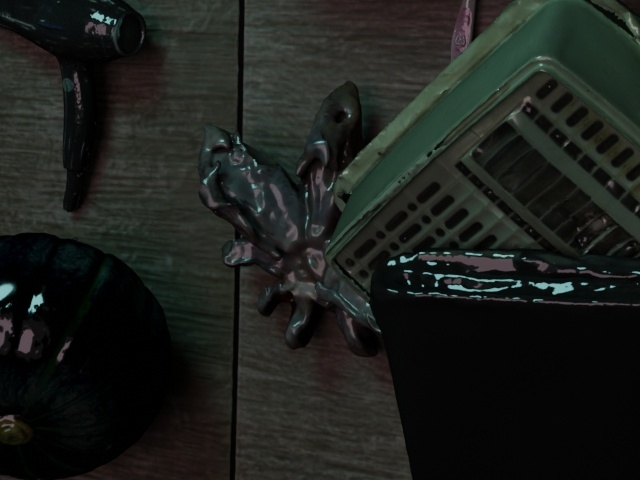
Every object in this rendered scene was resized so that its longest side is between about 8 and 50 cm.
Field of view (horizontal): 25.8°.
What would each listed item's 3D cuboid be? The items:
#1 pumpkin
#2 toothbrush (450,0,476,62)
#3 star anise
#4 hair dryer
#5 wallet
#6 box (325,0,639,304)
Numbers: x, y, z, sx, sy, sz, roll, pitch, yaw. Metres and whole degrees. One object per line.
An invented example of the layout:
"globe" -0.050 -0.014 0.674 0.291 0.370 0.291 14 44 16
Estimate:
"pumpkin" -0.253 0.084 1.276 0.248 0.248 0.248 3 96 26
"toothbrush" 0.119 -0.170 1.156 0.017 0.022 0.204 13 98 22
"star anise" -0.003 -0.004 1.184 0.198 0.110 0.258 -26 90 26
"hair dryer" -0.250 -0.134 1.328 0.195 0.075 0.219 14 109 35
"wallet" 0.174 0.185 1.031 0.228 0.062 0.406 2 127 20
"box" 0.157 -0.038 1.018 0.220 0.166 0.290 41 128 -9
